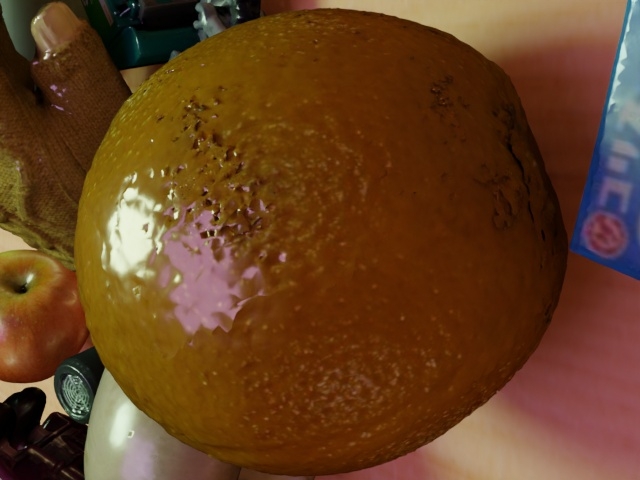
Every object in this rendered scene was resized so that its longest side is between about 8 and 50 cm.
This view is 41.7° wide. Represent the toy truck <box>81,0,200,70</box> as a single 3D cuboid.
[{"bbox_3d":[-0.172,-0.264,0.741,0.253,0.114,0.124,64,149,16],"label":"toy truck"}]

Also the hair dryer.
[{"bbox_3d":[-0.144,0.154,0.823,0.219,0.124,0.071,19,117,28],"label":"hair dryer"}]

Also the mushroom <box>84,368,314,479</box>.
[{"bbox_3d":[-0.087,0.156,0.684,0.204,0.204,0.204,16,111,47],"label":"mushroom"}]

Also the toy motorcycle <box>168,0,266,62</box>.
[{"bbox_3d":[-0.068,-0.076,0.670,0.159,0.106,0.270,32,119,48],"label":"toy motorcycle"}]

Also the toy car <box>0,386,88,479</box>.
[{"bbox_3d":[-0.260,0.310,0.796,0.271,0.240,0.340,36,173,0],"label":"toy car"}]

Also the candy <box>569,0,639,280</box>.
[{"bbox_3d":[0.256,-0.023,0.305,0.306,0.100,0.157,28,121,44],"label":"candy"}]

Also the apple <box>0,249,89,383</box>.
[{"bbox_3d":[-0.352,0.093,1.007,0.163,0.163,0.139,45,144,33],"label":"apple"}]

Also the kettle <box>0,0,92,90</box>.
[{"bbox_3d":[-0.338,-0.188,0.930,0.221,0.161,0.236,-128,40,-56],"label":"kettle"}]

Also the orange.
[{"bbox_3d":[0.000,0.000,0.485,0.274,0.274,0.274,16,111,47],"label":"orange"}]

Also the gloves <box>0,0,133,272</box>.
[{"bbox_3d":[-0.250,-0.091,0.751,0.203,0.155,0.356,-3,126,39],"label":"gloves"}]
